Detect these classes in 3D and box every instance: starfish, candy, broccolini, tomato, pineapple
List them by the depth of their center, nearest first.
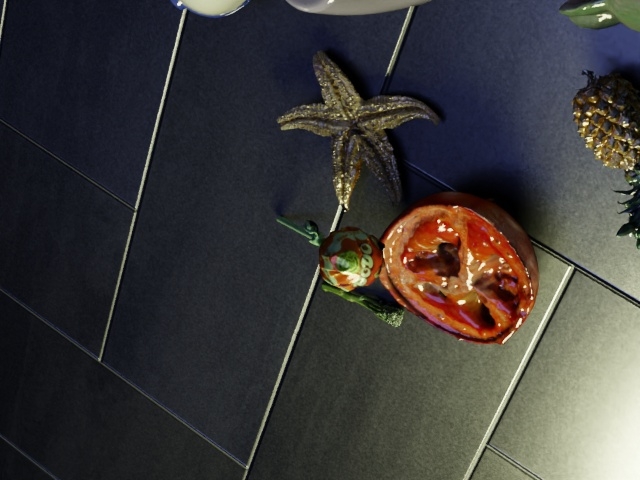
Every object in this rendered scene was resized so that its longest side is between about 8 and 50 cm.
[{"bbox_3d":[0.358,-0.101,1.493,0.083,0.103,0.221,-22,97,39],"label":"pineapple"},{"bbox_3d":[0.193,0.026,1.674,0.228,0.101,0.227,20,129,26],"label":"tomato"},{"bbox_3d":[0.053,-0.150,1.722,0.241,0.043,0.227,-4,111,33],"label":"starfish"},{"bbox_3d":[0.001,-0.001,1.754,0.288,0.084,0.078,-149,49,-63],"label":"candy"},{"bbox_3d":[0.057,0.090,1.838,0.140,0.035,0.030,22,118,27],"label":"broccolini"}]

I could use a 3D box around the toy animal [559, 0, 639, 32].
[{"bbox_3d":[0.377,-0.267,1.398,0.251,0.125,0.127,23,151,44],"label":"toy animal"}]

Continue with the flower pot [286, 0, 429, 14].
[{"bbox_3d":[0.035,-0.389,1.498,0.265,0.243,0.265,14,116,31],"label":"flower pot"}]

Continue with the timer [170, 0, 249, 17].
[{"bbox_3d":[-0.225,-0.458,1.670,0.270,0.270,0.383,-30,107,40],"label":"timer"}]
